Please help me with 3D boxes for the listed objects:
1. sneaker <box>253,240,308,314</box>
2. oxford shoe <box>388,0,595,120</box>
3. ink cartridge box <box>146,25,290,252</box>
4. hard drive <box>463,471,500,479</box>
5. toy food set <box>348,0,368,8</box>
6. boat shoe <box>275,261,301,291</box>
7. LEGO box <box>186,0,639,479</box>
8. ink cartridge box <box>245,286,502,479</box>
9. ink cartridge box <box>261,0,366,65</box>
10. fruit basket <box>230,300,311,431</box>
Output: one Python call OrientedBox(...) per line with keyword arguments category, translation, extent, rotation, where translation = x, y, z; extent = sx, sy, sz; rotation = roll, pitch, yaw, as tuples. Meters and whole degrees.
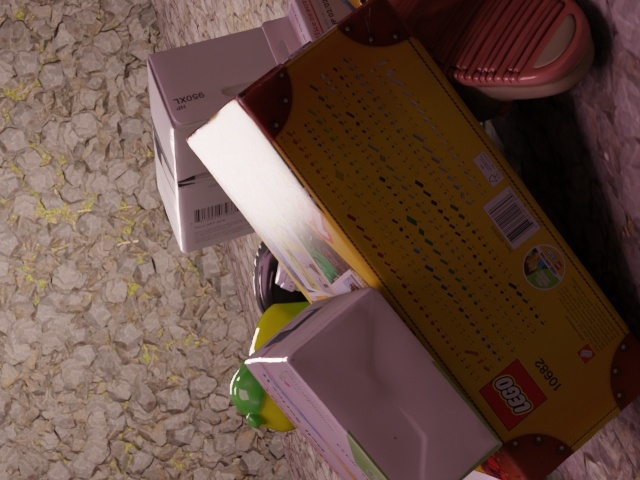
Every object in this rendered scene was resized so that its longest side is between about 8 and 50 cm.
OrientedBox(category="sneaker", translation=(0.000, 0.000, 2.150), extent=(0.139, 0.125, 0.341), rotation=(44, 118, 45))
OrientedBox(category="oxford shoe", translation=(0.183, -0.200, 1.465), extent=(0.146, 0.140, 0.397), rotation=(40, 175, -27))
OrientedBox(category="ink cartridge box", translation=(-0.137, -0.178, 2.363), extent=(0.395, 0.285, 0.166), rotation=(96, 154, -59))
OrientedBox(category="hard drive", translation=(0.267, 0.431, 1.781), extent=(0.307, 0.040, 0.203), rotation=(43, 128, 42))
OrientedBox(category="toy food set", translation=(0.073, -0.398, 1.720), extent=(0.128, 0.071, 0.218), rotation=(21, 131, 43))
OrientedBox(category="boat shoe", translation=(0.021, -0.064, 1.813), extent=(0.121, 0.119, 0.335), rotation=(118, 166, -57))
OrientedBox(category="LEGO box", translation=(0.095, 0.008, 1.528), extent=(0.500, 0.193, 0.372), rotation=(53, 168, -6))
OrientedBox(category="ink cartridge box", translation=(0.037, 0.170, 1.459), extent=(0.207, 0.119, 0.353), rotation=(51, 168, -2))
OrientedBox(category="ink cartridge box", translation=(0.024, -0.283, 1.797), extent=(0.061, 0.181, 0.104), rotation=(107, 143, -68))
OrientedBox(category="fruit basket", translation=(0.018, 0.124, 1.955), extent=(0.283, 0.392, 0.392), rotation=(-122, 20, -48))
